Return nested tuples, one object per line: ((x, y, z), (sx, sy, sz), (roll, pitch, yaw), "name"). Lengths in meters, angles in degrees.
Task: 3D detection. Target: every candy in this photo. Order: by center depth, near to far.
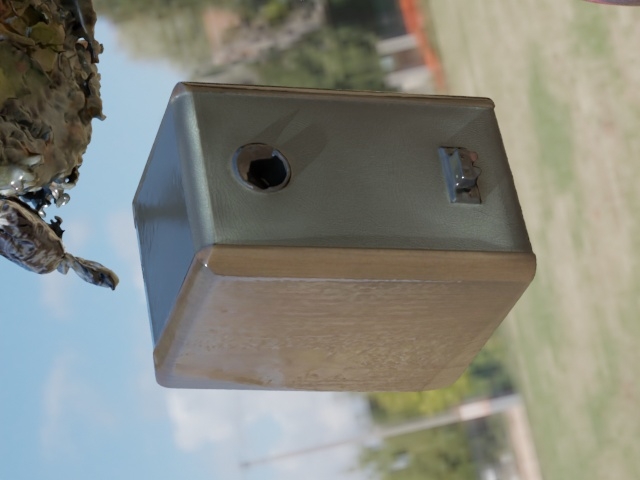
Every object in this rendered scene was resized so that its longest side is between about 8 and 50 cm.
((-0.249, -0.003, 1.491), (0.094, 0.051, 0.226), (47, -170, 35), "candy")

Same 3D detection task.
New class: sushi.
((-0.391, -0.198, 1.984), (0.417, 0.176, 0.417), (35, -136, -42), "sushi")

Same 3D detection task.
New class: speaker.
((0.000, 0.000, 1.241), (0.192, 0.231, 0.153), (118, 148, -52), "speaker")

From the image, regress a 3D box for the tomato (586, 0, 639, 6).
((0.261, -0.341, 1.665), (0.226, 0.298, 0.298), (-61, -23, -23), "tomato")
